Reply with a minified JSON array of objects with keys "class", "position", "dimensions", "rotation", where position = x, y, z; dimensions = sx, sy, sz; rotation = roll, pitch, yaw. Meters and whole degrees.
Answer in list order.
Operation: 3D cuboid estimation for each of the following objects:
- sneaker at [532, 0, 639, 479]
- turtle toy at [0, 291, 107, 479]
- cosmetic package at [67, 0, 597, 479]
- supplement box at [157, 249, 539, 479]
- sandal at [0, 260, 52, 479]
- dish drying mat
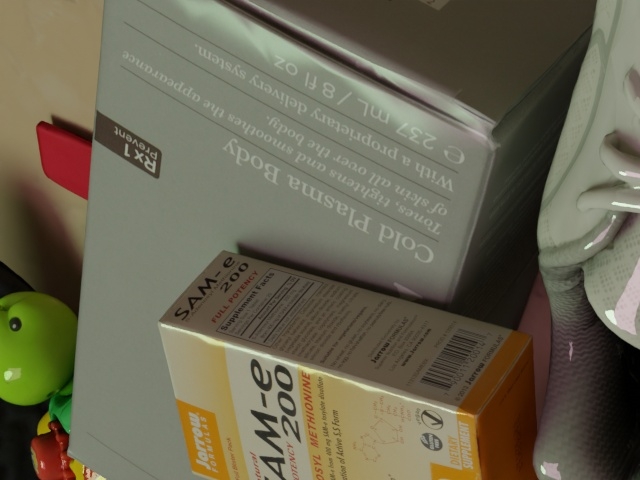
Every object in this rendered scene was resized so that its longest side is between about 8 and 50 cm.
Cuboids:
[{"class":"sneaker","position":[0.109,-0.043,0.419],"dimensions":[0.110,0.118,0.292],"rotation":[26,136,26]},{"class":"turtle toy","position":[-0.080,0.070,0.704],"dimensions":[0.130,0.066,0.095],"rotation":[45,116,0]},{"class":"cosmetic package","position":[0.000,0.000,0.566],"dimensions":[0.127,0.107,0.238],"rotation":[28,136,16]},{"class":"supplement box","position":[0.009,0.047,0.496],"dimensions":[0.098,0.036,0.062],"rotation":[14,133,27]},{"class":"sandal","position":[-0.168,0.178,0.842],"dimensions":[0.107,0.167,0.446],"rotation":[41,149,46]},{"class":"dish drying mat","position":[-0.074,-0.020,0.691],"dimensions":[0.083,0.008,0.032],"rotation":[24,138,24]}]
